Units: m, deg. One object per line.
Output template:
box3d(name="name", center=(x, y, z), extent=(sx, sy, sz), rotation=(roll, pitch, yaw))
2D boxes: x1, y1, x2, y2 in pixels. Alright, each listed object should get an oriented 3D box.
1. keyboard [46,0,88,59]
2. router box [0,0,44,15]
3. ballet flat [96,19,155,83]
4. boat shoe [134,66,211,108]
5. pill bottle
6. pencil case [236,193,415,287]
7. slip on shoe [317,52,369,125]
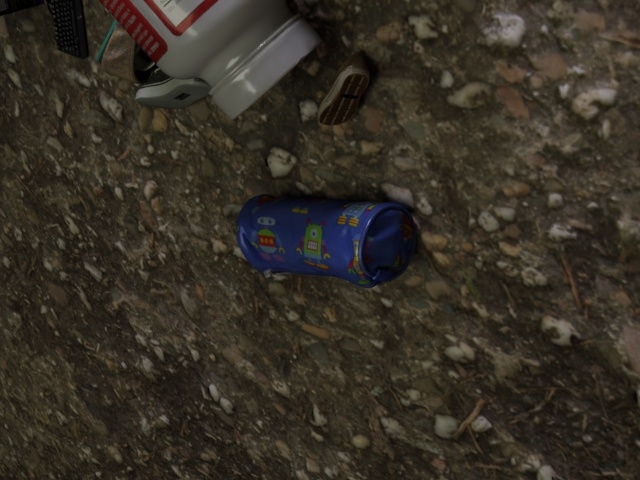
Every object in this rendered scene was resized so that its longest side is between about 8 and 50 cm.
box3d(name="keyboard", center=(-0.466, -0.421, 1.940), extent=(0.108, 0.023, 0.180), rotation=(28, 132, 33))
box3d(name="router box", center=(-0.606, -0.451, 1.967), extent=(0.179, 0.133, 0.046), rotation=(28, 133, 42))
box3d(name="ballet flat", center=(-0.270, -0.361, 1.723), extent=(0.106, 0.107, 0.316), rotation=(34, 145, -2))
box3d(name="boat shoe", center=(-0.232, -0.263, 1.762), extent=(0.219, 0.077, 0.070), rotation=(-7, 75, 53))
box3d(name="pill bottle", center=(-0.192, -0.373, 1.483), extent=(0.408, 0.229, 0.229), rotation=(49, 143, -9))
box3d(name="pencil case", center=(0.000, 0.000, 1.637), extent=(0.306, 0.119, 0.133), rotation=(5, 89, 46))
box3d(name="slip on shoe", center=(0.032, -0.212, 1.529), extent=(0.135, 0.051, 0.041), rotation=(120, 152, -57))
